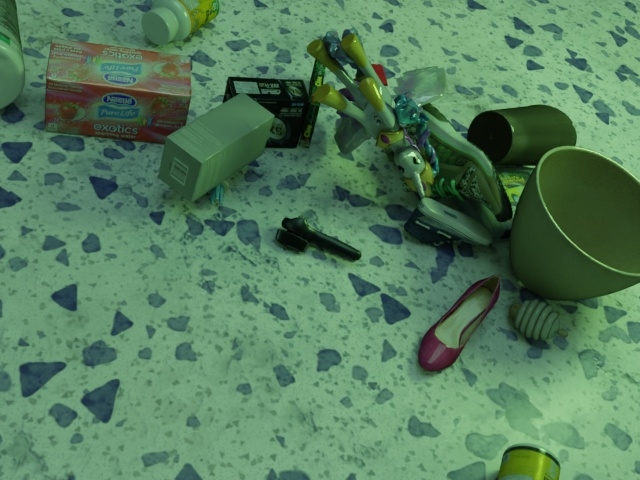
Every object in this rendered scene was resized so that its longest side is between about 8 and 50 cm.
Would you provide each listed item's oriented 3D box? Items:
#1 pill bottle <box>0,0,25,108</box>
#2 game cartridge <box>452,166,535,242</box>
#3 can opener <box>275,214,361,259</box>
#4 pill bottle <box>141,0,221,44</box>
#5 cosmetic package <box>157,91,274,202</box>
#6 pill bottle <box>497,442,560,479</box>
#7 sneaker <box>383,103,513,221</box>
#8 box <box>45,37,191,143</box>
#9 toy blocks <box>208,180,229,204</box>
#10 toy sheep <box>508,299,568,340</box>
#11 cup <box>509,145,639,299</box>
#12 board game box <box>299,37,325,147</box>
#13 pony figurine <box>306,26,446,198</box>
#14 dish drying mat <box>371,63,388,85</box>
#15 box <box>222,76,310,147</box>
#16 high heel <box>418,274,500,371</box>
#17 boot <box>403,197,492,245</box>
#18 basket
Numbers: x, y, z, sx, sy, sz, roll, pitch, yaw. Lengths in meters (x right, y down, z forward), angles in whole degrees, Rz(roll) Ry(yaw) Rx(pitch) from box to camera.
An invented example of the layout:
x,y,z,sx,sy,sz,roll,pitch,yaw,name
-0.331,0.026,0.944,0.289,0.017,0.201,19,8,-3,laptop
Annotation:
x,y,z,sx,sy,sz,roll,pitch,yaw,name
-0.757,-0.463,1.803,0.204,0.204,0.361,-4,51,-22,pill bottle
0.465,-0.092,1.993,0.294,0.060,0.196,-7,48,-24,game cartridge
0.000,0.000,1.760,0.186,0.073,0.059,20,7,-5,can opener
-0.351,-0.573,2.100,0.117,0.117,0.208,31,47,10,pill bottle
-0.212,-0.195,1.729,0.107,0.127,0.238,36,46,12,cosmetic package
0.349,0.449,1.433,0.103,0.103,0.184,24,47,3,pill bottle
0.283,-0.144,1.905,0.182,0.158,0.410,-39,45,4,sneaker
-0.439,-0.323,1.822,0.300,0.154,0.142,5,48,-16,box
-0.257,-0.140,1.788,0.123,0.054,0.148,6,48,-15,toy blocks
0.453,0.166,1.736,0.132,0.091,0.091,21,43,26,toy sheep
0.539,-0.003,1.795,0.331,0.237,0.331,14,51,-18,cup
-0.014,-0.357,2.009,0.030,0.136,0.259,10,46,-3,board game box
0.120,-0.291,1.817,0.363,0.303,0.351,44,24,-37,pony figurine
0.158,-0.442,2.231,0.032,0.008,0.083,3,48,-17,dish drying mat
-0.130,-0.289,1.900,0.180,0.147,0.077,-1,50,-20,box
0.280,0.161,1.657,0.082,0.117,0.244,41,49,18,high heel
0.281,-0.021,1.853,0.190,0.086,0.069,27,33,-12,boot
0.471,-0.250,2.013,0.204,0.154,0.227,15,17,42,basket
